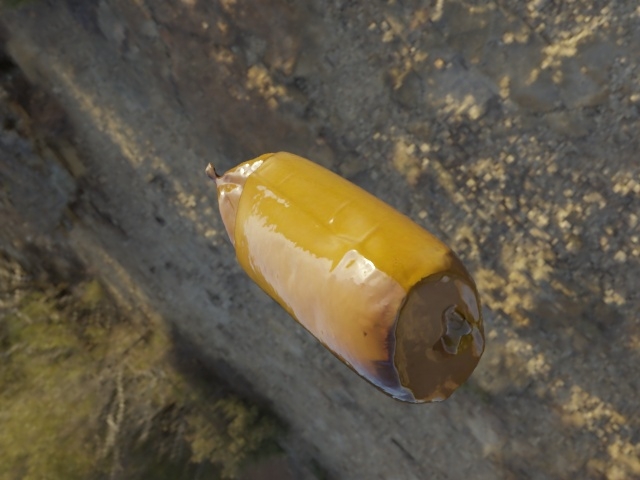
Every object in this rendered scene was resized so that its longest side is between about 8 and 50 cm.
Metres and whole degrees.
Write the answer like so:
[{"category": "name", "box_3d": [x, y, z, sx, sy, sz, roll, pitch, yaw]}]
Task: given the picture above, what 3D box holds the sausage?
[{"category": "sausage", "box_3d": [-0.001, 0.005, 0.727, 0.328, 0.112, 0.112, 36, 157, 54]}]
